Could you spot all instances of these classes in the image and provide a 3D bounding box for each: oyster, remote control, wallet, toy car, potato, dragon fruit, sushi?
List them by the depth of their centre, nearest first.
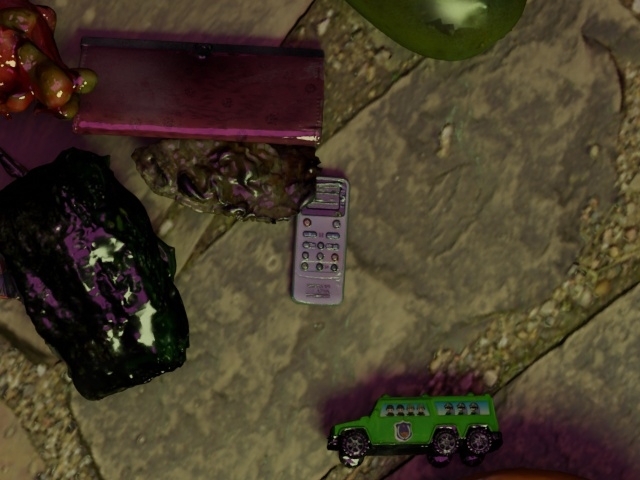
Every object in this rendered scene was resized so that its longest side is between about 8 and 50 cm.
[{"bbox_3d":[-0.289,-0.167,1.816,0.208,0.150,0.133,21,118,29],"label":"dragon fruit"},{"bbox_3d":[-0.205,0.029,1.821,0.127,0.124,0.225,-26,94,13],"label":"sushi"},{"bbox_3d":[0.089,-0.283,1.846,0.186,0.148,0.253,-26,81,-18],"label":"potato"},{"bbox_3d":[-0.088,-0.070,1.862,0.177,0.056,0.105,11,57,7],"label":"oyster"},{"bbox_3d":[-0.112,-0.138,1.862,0.232,0.025,0.119,3,50,-2],"label":"wallet"},{"bbox_3d":[0.088,0.178,1.874,0.165,0.071,0.062,-1,74,-2],"label":"toy car"},{"bbox_3d":[0.000,0.000,1.898,0.053,0.018,0.124,4,89,-3],"label":"remote control"}]

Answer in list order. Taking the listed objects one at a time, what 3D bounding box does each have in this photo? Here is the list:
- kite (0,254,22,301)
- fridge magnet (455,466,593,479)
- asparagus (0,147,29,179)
[{"bbox_3d":[-0.344,0.027,1.889,0.190,0.010,0.159,10,90,0],"label":"kite"},{"bbox_3d":[0.193,0.385,1.803,0.364,0.155,0.363,0,90,16],"label":"fridge magnet"},{"bbox_3d":[-0.266,-0.048,1.888,0.233,0.022,0.023,44,132,-3],"label":"asparagus"}]
